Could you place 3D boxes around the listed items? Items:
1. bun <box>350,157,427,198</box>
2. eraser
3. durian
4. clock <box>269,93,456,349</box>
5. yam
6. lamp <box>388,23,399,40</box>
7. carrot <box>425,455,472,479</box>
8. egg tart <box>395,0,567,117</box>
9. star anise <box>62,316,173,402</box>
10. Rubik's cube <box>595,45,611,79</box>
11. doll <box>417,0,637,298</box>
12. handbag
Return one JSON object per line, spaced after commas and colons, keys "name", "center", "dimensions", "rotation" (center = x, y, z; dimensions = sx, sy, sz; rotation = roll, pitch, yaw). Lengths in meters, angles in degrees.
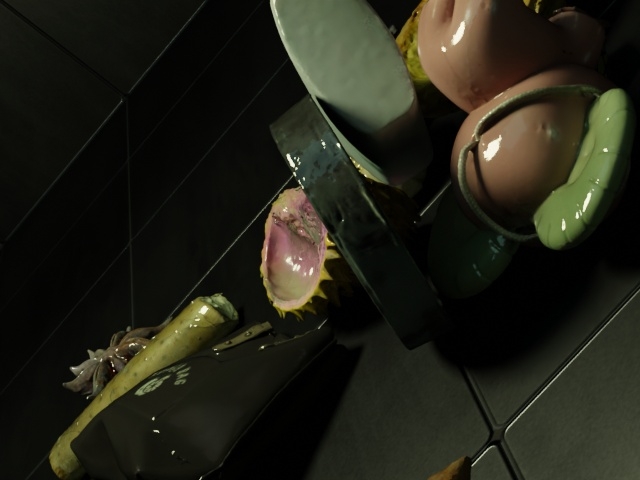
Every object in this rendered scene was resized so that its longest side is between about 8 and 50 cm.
{"name": "bun", "center": [0.073, -0.097, 1.882], "dimensions": [0.188, 0.111, 0.164], "rotation": [9, 79, 64]}
{"name": "eraser", "center": [0.038, -0.168, 1.620], "dimensions": [0.104, 0.189, 0.290], "rotation": [-31, -11, 2]}
{"name": "durian", "center": [0.009, 0.012, 1.764], "dimensions": [0.186, 0.154, 0.260], "rotation": [-62, 12, -5]}
{"name": "clock", "center": [0.041, -0.015, 1.503], "dimensions": [0.055, 0.280, 0.280], "rotation": [-32, 21, 3]}
{"name": "yam", "center": [-0.255, 0.209, 2.128], "dimensions": [0.371, 0.083, 0.083], "rotation": [-45, 20, 21]}
{"name": "lamp", "center": [0.243, -0.322, 1.982], "dimensions": [0.371, 0.108, 0.130], "rotation": [-31, 3, 14]}
{"name": "carrot", "center": [0.054, 0.287, 1.252], "dimensions": [0.263, 0.102, 0.102], "rotation": [-55, 19, -19]}
{"name": "egg tart", "center": [0.203, -0.247, 1.817], "dimensions": [0.294, 0.123, 0.294], "rotation": [-42, 24, 23]}
{"name": "star anise", "center": [-0.293, 0.182, 2.265], "dimensions": [0.180, 0.061, 0.204], "rotation": [-31, 17, 3]}
{"name": "Rubik's cube", "center": [0.256, -0.181, 1.617], "dimensions": [0.093, 0.111, 0.111], "rotation": [-33, 8, -30]}
{"name": "doll", "center": [0.186, -0.093, 1.438], "dimensions": [0.284, 0.216, 0.268], "rotation": [-34, 38, 51]}
{"name": "handbag", "center": [-0.122, 0.198, 1.759], "dimensions": [0.288, 0.152, 0.342], "rotation": [-41, 16, -20]}
